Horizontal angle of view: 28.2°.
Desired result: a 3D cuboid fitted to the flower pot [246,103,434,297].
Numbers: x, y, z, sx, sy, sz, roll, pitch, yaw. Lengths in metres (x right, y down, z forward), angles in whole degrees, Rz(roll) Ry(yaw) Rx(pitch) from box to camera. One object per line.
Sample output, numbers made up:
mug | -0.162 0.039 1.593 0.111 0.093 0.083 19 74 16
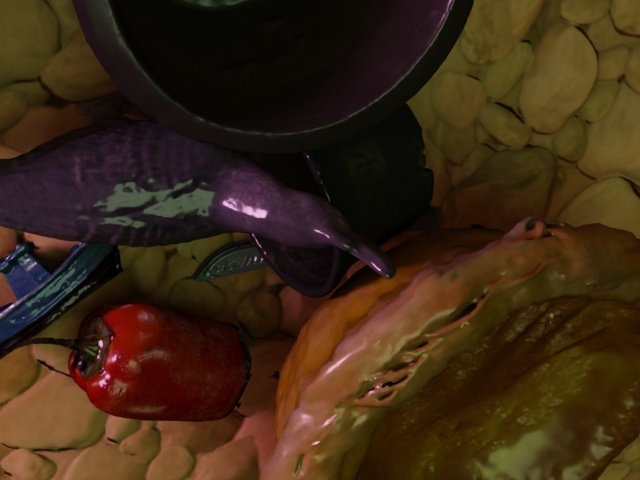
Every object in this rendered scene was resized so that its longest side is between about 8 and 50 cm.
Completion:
flower pot | 0.009 -0.052 0.917 0.106 0.157 0.157 -27 120 -23

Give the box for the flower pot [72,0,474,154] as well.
flower pot | -0.047 -0.203 0.815 0.269 0.166 0.269 -9 115 -21

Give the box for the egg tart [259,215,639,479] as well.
egg tart | 0.097 0.120 0.971 0.387 0.169 0.388 -24 141 -22

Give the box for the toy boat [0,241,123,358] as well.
toy boat | -0.204 0.030 0.916 0.137 0.060 0.061 -35 95 2

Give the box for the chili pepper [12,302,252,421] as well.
chili pepper | -0.141 0.088 0.937 0.192 0.084 0.086 13 82 -42

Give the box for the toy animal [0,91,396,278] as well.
toy animal | -0.140 -0.046 0.828 0.366 0.206 0.081 4 118 -5

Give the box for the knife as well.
knife | 0.000 0.000 1.005 0.210 0.015 0.028 -12 121 -16
